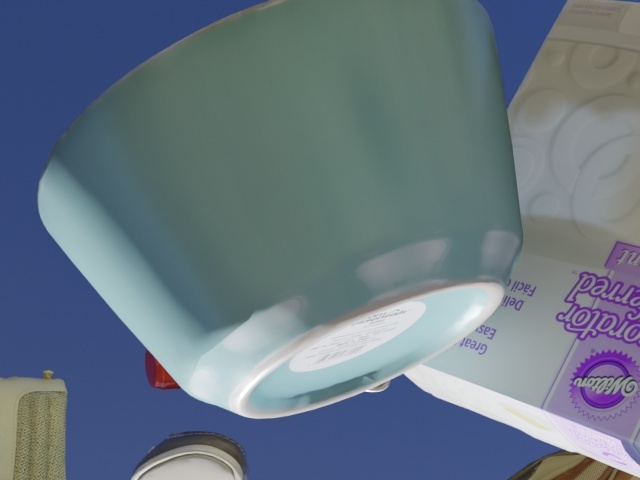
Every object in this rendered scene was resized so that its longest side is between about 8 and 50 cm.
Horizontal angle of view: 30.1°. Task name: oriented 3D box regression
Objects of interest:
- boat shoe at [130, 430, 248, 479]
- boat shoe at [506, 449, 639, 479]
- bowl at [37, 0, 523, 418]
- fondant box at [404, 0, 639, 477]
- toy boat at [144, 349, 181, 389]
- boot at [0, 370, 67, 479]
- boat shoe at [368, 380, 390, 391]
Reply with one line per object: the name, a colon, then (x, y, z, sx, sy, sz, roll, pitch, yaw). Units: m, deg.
boat shoe: (-0.159, 0.272, 1.350, 0.112, 0.335, 0.095, 29, -129, -7)
boat shoe: (0.367, 0.302, 1.501, 0.324, 0.122, 0.120, -28, -122, -17)
bowl: (0.000, 0.000, 0.737, 0.311, 0.311, 0.163, -15, -111, -25)
fondant box: (0.225, -0.012, 0.861, 0.096, 0.238, 0.330, 42, -108, -44)
toy boat: (-0.110, -0.001, 1.216, 0.148, 0.267, 0.318, -6, -77, -26)
boot: (-0.316, 0.118, 0.968, 0.203, 0.262, 0.095, 3, -55, -25)
boat shoe: (-0.015, 0.096, 1.420, 0.258, 0.084, 0.095, 30, -81, -21)
